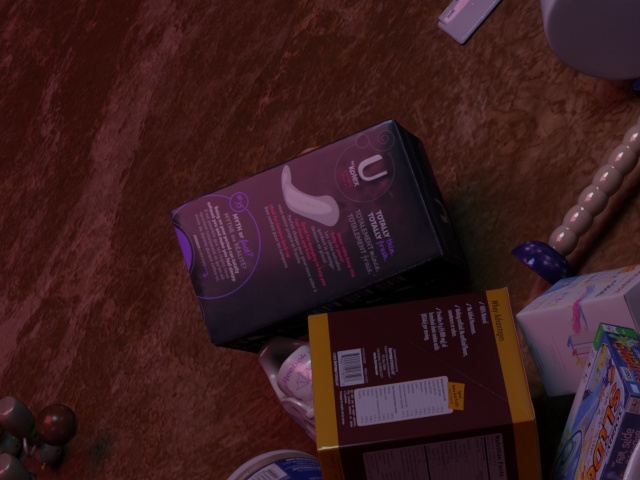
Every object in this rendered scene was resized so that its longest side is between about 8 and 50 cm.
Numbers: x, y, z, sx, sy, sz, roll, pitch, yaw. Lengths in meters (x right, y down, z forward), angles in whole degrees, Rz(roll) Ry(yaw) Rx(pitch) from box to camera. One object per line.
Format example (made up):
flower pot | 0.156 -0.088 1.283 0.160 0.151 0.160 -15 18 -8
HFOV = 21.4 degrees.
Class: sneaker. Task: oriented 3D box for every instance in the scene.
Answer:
sneaker | 0.029 0.192 1.749 0.114 0.152 0.305 -53 35 -2

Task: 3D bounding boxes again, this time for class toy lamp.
toy lamp | 0.302 -0.076 1.721 0.274 0.080 0.080 -52 34 4

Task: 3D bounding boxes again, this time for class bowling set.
bowling set | -0.381 0.301 2.187 0.200 0.154 0.287 -16 45 18

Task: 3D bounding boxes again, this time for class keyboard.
keyboard | 0.242 -0.352 2.093 0.256 0.014 0.072 -50 39 7

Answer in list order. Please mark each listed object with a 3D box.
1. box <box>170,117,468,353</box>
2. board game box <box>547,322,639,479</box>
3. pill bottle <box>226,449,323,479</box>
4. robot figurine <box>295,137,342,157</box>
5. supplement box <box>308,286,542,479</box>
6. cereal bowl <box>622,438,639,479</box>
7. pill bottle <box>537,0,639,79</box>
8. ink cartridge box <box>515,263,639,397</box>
box | 0.000 0.000 1.845 0.270 0.143 0.165 -22 77 13
board game box | 0.243 0.191 1.480 0.136 0.035 0.201 -96 19 -67
pill bottle | 0.008 0.322 1.658 0.153 0.153 0.265 -55 34 -1
robot figurine | -0.011 -0.019 2.000 0.219 0.128 0.158 -57 -4 -4
supplement box | 0.096 0.162 1.578 0.194 0.129 0.191 -8 37 3
cereal bowl | 0.397 0.227 1.243 0.339 0.141 0.339 -13 50 16
pill bottle | 0.315 -0.358 1.838 0.204 0.204 0.361 -31 41 31
ink cartridge box | 0.275 0.080 1.575 0.143 0.090 0.092 -15 12 43
